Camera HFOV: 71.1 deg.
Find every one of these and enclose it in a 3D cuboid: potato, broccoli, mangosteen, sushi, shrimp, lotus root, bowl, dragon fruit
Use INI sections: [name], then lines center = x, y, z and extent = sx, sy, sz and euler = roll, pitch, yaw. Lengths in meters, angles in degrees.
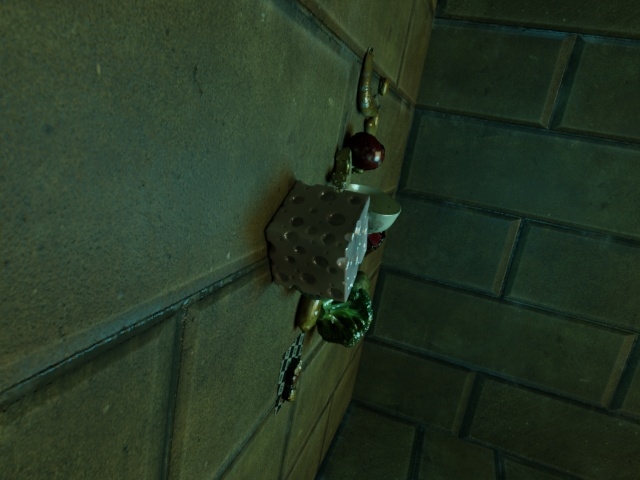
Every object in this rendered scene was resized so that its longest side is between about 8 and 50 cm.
[potato]
center = -0.042, 0.274, 1.757
extent = 0.107, 0.079, 0.171
euler = 55, 48, -86
[broccoli]
center = 0.085, 0.323, 1.980
extent = 0.275, 0.307, 0.308
euler = 6, 99, -40
[mangosteen]
center = 0.170, -0.348, 1.832
extent = 0.180, 0.166, 0.166
euler = -48, 172, 17
[sushi]
center = -0.103, 0.541, 1.832
extent = 0.264, 0.050, 0.290
euler = -39, 140, -66
[shrimp]
center = 0.195, -0.623, 1.865
extent = 0.287, 0.068, 0.185
euler = 71, 31, -47
[lotus root]
center = 0.207, 0.262, 2.533
extent = 0.309, 0.173, 0.173
euler = -61, 160, -65
[bowl]
center = 0.190, -0.122, 1.914
extent = 0.277, 0.277, 0.145
euler = -51, 163, -58
[dragon fruit]
center = 0.233, 0.004, 2.364
extent = 0.262, 0.162, 0.189
euler = -53, 167, -73

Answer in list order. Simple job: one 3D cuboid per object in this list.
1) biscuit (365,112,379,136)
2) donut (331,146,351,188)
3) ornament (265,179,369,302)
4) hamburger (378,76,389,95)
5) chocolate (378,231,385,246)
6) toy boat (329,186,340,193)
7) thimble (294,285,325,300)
[biscuit]
center = 0.241, -0.499, 2.140
extent = 0.164, 0.047, 0.208
euler = -58, 157, -47
[donut]
center = 0.083, -0.265, 1.721
extent = 0.108, 0.065, 0.166
euler = 73, 24, -66
[ornament]
center = 0.000, 0.000, 1.352
extent = 0.240, 0.239, 0.239
euler = 87, 21, -46
[hamburger]
center = 0.306, -0.742, 2.162
extent = 0.083, 0.044, 0.076
euler = 92, 20, -47
[chocolate]
center = 0.268, -0.042, 2.526
extent = 0.133, 0.156, 0.156
euler = 35, 69, -56
[toy boat]
center = 0.051, -0.125, 1.750
extent = 0.226, 0.068, 0.088
euler = 76, 35, -59
[thimble]
center = 0.010, 0.105, 1.581
extent = 0.235, 0.198, 0.143
euler = -38, 170, 8
